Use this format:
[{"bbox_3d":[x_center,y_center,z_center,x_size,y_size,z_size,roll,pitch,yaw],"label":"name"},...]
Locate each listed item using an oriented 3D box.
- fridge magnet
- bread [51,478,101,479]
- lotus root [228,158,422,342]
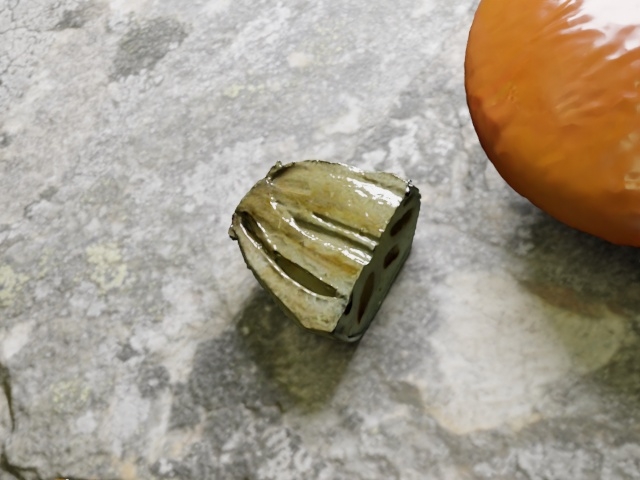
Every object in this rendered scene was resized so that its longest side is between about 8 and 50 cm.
[{"bbox_3d":[0.286,-0.143,0.945,0.363,0.155,0.364,-11,55,16],"label":"fridge magnet"},{"bbox_3d":[-0.175,0.286,0.865,0.160,0.147,0.261,9,63,30],"label":"bread"},{"bbox_3d":[0.002,0.000,1.024,0.144,0.070,0.143,30,80,30],"label":"lotus root"}]
